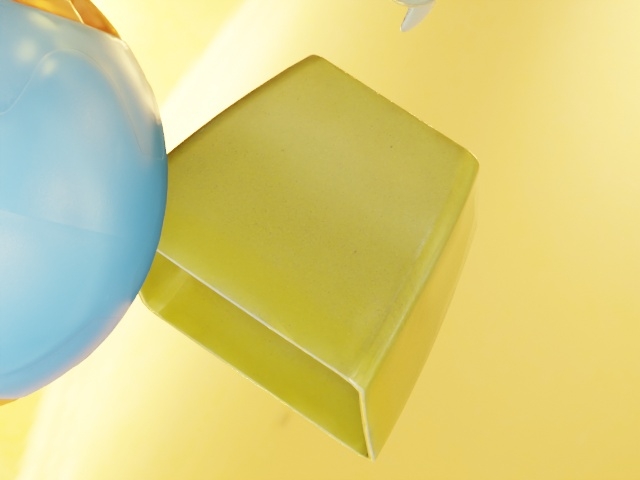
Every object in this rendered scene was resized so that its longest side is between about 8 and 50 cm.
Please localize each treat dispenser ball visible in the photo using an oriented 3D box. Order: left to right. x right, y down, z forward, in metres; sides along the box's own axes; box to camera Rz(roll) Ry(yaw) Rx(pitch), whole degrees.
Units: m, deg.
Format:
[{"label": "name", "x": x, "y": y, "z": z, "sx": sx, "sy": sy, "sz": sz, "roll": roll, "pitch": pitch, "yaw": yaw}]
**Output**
[{"label": "treat dispenser ball", "x": -0.233, "y": -0.038, "z": 1.175, "sx": 0.288, "sy": 0.288, "sz": 0.288, "roll": -51, "pitch": -163, "yaw": 22}]

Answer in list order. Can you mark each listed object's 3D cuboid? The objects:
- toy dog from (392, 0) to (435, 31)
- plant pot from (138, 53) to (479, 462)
[{"label": "toy dog", "x": 0.096, "y": -0.311, "z": 1.883, "sx": 0.161, "sy": 0.220, "sz": 0.333, "roll": -8, "pitch": -177, "yaw": 29}, {"label": "plant pot", "x": 0.000, "y": 0.000, "z": 1.397, "sx": 0.187, "sy": 0.212, "sz": 0.212, "roll": -54, "pitch": 166, "yaw": -14}]
